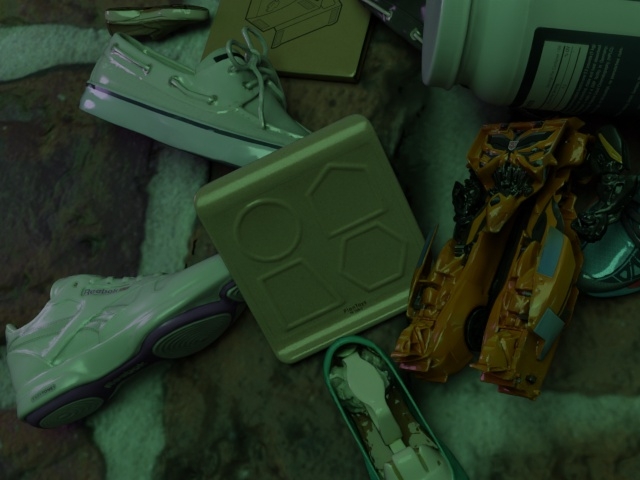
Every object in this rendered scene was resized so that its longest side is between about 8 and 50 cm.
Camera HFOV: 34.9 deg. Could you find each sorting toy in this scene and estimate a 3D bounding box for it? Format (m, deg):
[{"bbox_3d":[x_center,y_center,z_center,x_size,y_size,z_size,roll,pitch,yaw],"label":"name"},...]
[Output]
[{"bbox_3d":[0.000,0.000,1.035,0.193,0.038,0.208,-26,108,3],"label":"sorting toy"}]

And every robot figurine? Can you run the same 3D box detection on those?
[{"bbox_3d":[0.180,0.000,0.969,0.211,0.085,0.291,1,65,49],"label":"robot figurine"}]

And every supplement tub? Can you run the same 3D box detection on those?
[{"bbox_3d":[0.240,-0.212,0.936,0.272,0.191,0.191,6,70,-1],"label":"supplement tub"}]

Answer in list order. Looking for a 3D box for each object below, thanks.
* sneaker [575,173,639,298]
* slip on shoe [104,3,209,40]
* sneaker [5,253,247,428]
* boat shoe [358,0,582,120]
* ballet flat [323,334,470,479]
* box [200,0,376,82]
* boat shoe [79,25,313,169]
[{"bbox_3d":[0.329,-0.051,0.958,0.262,0.125,0.104,-37,63,1],"label":"sneaker"},{"bbox_3d":[-0.202,-0.270,1.267,0.135,0.051,0.041,0,109,10],"label":"slip on shoe"},{"bbox_3d":[-0.212,0.073,1.090,0.305,0.114,0.152,-29,64,5],"label":"sneaker"},{"bbox_3d":[0.155,-0.230,1.112,0.112,0.095,0.335,-31,68,-35],"label":"boat shoe"},{"bbox_3d":[0.070,0.192,0.967,0.083,0.087,0.247,-33,63,3],"label":"ballet flat"},{"bbox_3d":[-0.031,-0.272,1.222,0.201,0.021,0.164,9,72,21],"label":"box"},{"bbox_3d":[-0.101,-0.165,1.134,0.367,0.136,0.156,22,94,31],"label":"boat shoe"}]
